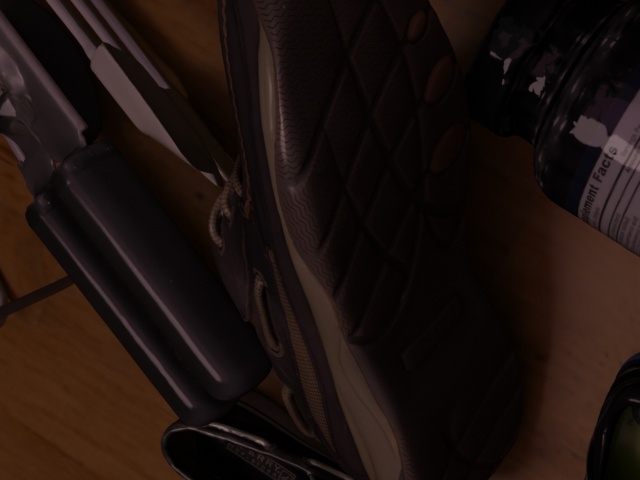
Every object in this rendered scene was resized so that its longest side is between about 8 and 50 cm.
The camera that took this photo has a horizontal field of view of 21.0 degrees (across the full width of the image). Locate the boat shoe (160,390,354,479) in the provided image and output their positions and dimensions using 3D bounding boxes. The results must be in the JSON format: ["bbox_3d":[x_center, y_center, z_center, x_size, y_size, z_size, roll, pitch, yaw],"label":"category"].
[{"bbox_3d":[0.005,0.164,0.995,0.219,0.070,0.078,28,110,18],"label":"boat shoe"}]

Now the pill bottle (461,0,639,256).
[{"bbox_3d":[0.183,-0.046,0.845,0.219,0.123,0.123,34,112,16],"label":"pill bottle"}]

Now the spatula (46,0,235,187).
[{"bbox_3d":[-0.120,-0.120,0.956,0.019,0.168,0.242,-39,77,9],"label":"spatula"}]

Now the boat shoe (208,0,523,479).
[{"bbox_3d":[0.000,0.000,0.883,0.130,0.132,0.355,14,132,38],"label":"boat shoe"}]

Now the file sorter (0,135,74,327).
[{"bbox_3d":[-0.318,0.025,1.055,0.278,0.193,0.173,-30,89,26],"label":"file sorter"}]

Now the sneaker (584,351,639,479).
[{"bbox_3d":[0.160,0.153,0.917,0.067,0.078,0.188,11,105,23],"label":"sneaker"}]

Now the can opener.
[{"bbox_3d":[-0.118,-0.030,1.001,0.283,0.095,0.076,52,137,6],"label":"can opener"}]
